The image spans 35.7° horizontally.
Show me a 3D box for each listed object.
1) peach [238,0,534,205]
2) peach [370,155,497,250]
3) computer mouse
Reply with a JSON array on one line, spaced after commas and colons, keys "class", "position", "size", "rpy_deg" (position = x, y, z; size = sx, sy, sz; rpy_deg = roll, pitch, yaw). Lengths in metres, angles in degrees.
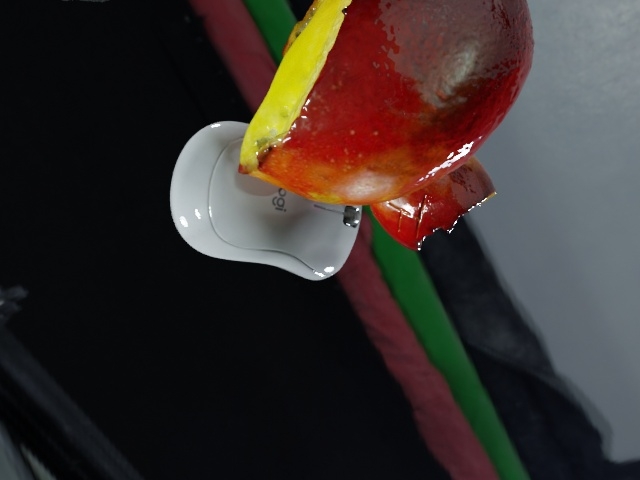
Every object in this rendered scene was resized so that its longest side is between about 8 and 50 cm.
[{"class": "peach", "position": [0.049, -0.181, 1.044], "size": [0.281, 0.338, 0.281], "rpy_deg": [62, 175, 10]}, {"class": "peach", "position": [0.200, -0.075, 1.752], "size": [0.190, 0.226, 0.196], "rpy_deg": [30, -101, -55]}, {"class": "computer mouse", "position": [-0.045, -0.051, 1.246], "size": [0.297, 0.121, 0.184], "rpy_deg": [17, -99, -37]}]
